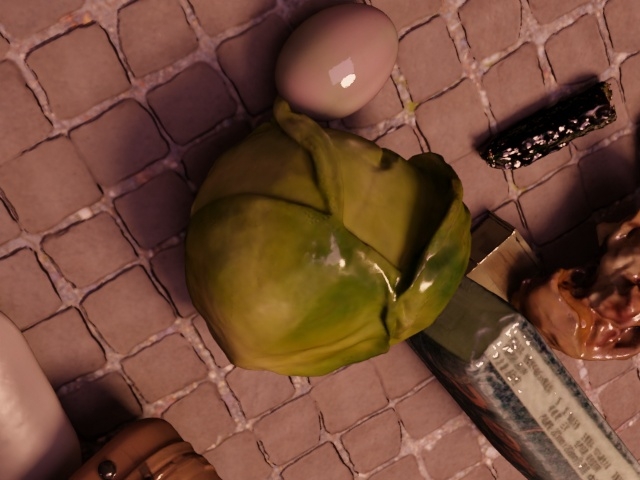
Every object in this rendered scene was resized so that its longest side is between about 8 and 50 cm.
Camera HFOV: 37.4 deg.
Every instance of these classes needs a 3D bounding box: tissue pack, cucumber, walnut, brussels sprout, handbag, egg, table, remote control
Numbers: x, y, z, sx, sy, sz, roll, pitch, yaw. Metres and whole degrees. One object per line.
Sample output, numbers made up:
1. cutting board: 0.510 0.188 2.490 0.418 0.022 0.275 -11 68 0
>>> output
1. tissue pack: 0.212 0.168 1.081 0.103 0.228 0.316 -43 119 -4
2. cucumber: 0.264 -0.128 1.083 0.181 0.053 0.053 -25 117 -6
3. walnut: 0.359 0.059 1.106 0.238 0.141 0.204 -40 153 5
4. brussels sprout: 0.002 0.002 0.936 0.259 0.227 0.294 32 126 -29
5. handbag: -0.222 0.347 0.999 0.302 0.149 0.283 -45 160 -13
6. egg: 0.016 -0.178 0.939 0.135 0.103 0.103 -40 119 -3
7. table: 0.202 0.027 1.115 0.083 0.062 0.079 -42 120 0
8. remote control: -0.373 0.194 0.943 0.221 0.103 0.332 -25 120 -13
